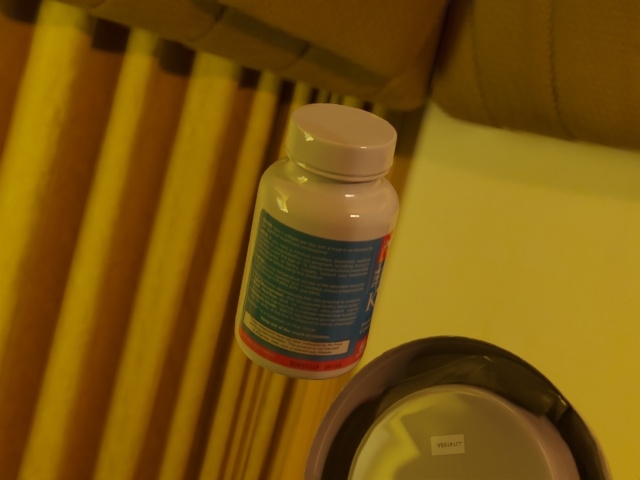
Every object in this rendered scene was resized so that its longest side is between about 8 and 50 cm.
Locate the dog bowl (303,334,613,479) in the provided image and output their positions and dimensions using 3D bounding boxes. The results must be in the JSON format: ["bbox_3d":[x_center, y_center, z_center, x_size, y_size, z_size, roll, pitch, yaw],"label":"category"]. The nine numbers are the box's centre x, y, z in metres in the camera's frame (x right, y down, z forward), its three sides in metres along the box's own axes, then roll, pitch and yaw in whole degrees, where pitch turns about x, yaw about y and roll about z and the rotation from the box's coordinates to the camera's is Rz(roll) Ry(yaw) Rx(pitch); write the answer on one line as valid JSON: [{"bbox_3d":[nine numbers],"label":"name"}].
[{"bbox_3d":[0.149,0.279,1.141,0.348,0.349,0.102,16,177,35],"label":"dog bowl"}]

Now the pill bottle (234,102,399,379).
[{"bbox_3d":[0.000,0.000,0.947,0.124,0.221,0.124,9,-152,-5],"label":"pill bottle"}]
